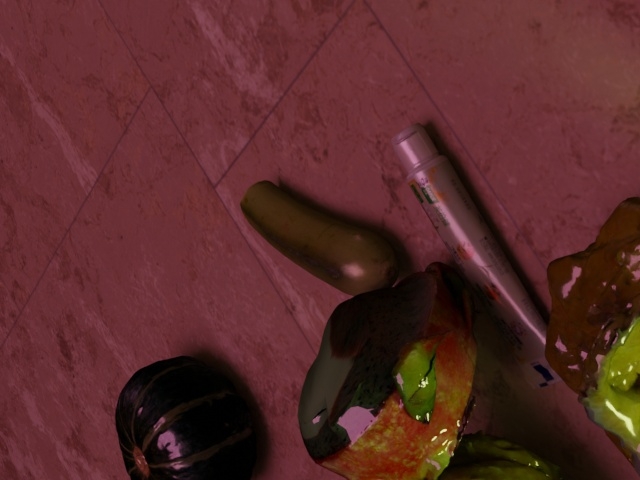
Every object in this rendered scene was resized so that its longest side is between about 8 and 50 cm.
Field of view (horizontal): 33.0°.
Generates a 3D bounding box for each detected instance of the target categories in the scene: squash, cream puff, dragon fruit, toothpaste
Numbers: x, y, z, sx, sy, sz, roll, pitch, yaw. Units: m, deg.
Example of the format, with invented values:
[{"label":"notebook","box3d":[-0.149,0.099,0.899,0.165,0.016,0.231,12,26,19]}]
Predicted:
[{"label":"squash","box3d":[-0.209,0.306,1.659,0.252,0.165,0.252,30,131,41]},{"label":"cream puff","box3d":[0.304,0.093,0.930,0.282,0.185,0.282,30,130,42]},{"label":"dragon fruit","box3d":[0.070,0.153,1.159,0.130,0.295,0.268,29,149,-19]},{"label":"squash","box3d":[0.000,0.000,1.330,0.250,0.083,0.083,30,129,42]},{"label":"toothpaste","box3d":[0.169,0.017,1.158,0.056,0.058,0.314,-31,86,13]}]

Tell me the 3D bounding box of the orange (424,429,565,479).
[{"label":"orange","box3d":[0.177,0.367,1.153,0.300,0.223,0.301,-103,25,-73]}]
